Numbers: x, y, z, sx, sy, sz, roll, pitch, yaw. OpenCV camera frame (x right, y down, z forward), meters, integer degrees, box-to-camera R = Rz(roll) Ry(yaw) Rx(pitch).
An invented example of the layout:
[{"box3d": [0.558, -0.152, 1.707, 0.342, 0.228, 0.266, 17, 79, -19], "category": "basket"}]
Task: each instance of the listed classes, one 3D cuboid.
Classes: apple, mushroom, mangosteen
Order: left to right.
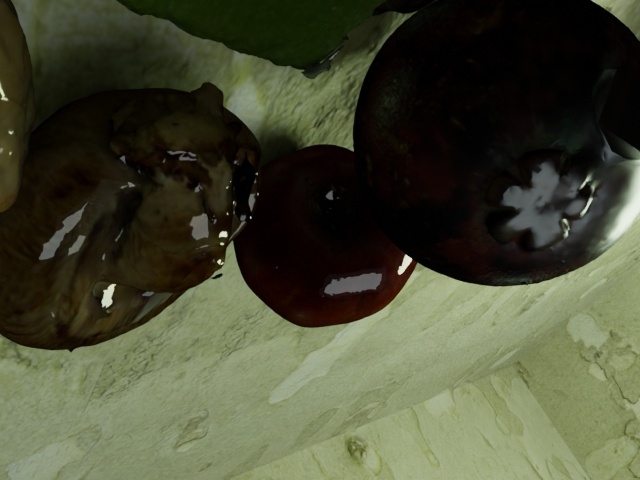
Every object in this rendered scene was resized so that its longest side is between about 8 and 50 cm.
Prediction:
[{"box3d": [-0.169, -0.031, 0.588, 0.283, 0.195, 0.263, -29, 168, 37], "category": "mushroom"}, {"box3d": [-0.001, -0.001, 0.805, 0.234, 0.234, 0.234, -25, 154, -13], "category": "apple"}, {"box3d": [0.173, -0.107, 0.645, 0.311, 0.311, 0.311, -25, 154, -13], "category": "mangosteen"}]

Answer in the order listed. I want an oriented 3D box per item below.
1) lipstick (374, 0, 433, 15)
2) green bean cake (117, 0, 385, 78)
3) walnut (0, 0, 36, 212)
[{"box3d": [0.222, -0.325, 0.614, 0.418, 0.077, 0.077, -29, 155, -1], "category": "lipstick"}, {"box3d": [-0.033, -0.247, 0.386, 0.247, 0.156, 0.249, -43, 152, 28], "category": "green bean cake"}, {"box3d": [-0.267, -0.091, 0.381, 0.198, 0.198, 0.245, -15, 147, -29], "category": "walnut"}]
